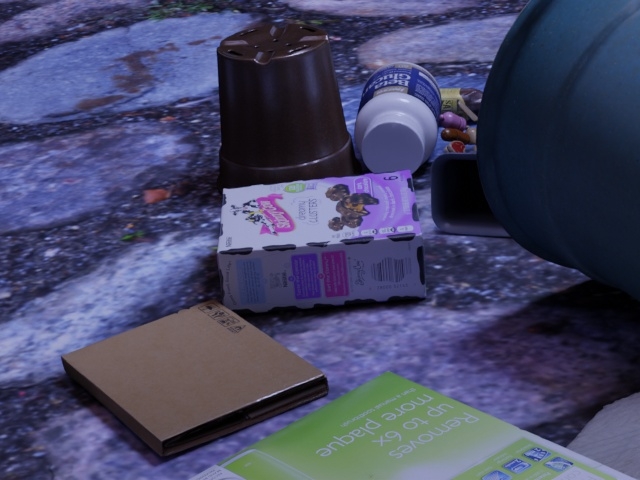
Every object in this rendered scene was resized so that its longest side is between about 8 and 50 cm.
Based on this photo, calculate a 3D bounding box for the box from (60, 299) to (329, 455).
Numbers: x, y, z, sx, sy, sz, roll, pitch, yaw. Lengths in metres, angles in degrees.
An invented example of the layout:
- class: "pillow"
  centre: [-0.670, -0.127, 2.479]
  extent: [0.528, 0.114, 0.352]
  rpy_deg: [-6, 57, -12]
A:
- class: "box"
  centre: [-0.114, 0.117, 1.456]
  extent: [0.164, 0.021, 0.201]
  rpy_deg: [-20, 28, -27]

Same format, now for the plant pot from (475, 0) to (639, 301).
- class: "plant pot"
  centre: [0.357, -0.055, 1.365]
  extent: [0.341, 0.341, 0.334]
  rpy_deg: [-15, 31, -18]

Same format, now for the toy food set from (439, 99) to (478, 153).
- class: "toy food set"
  centre: [0.158, -0.107, 1.835]
  extent: [0.019, 0.078, 0.122]
  rpy_deg: [-41, 12, 29]

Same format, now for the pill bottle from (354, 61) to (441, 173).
- class: "pill bottle"
  centre: [0.087, -0.132, 1.865]
  extent: [0.094, 0.094, 0.169]
  rpy_deg: [-3, 25, 8]

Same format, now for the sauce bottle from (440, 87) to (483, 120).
- class: "sauce bottle"
  centre: [0.165, -0.163, 1.976]
  extent: [0.128, 0.042, 0.042]
  rpy_deg: [-2, 25, 15]

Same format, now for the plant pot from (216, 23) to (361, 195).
- class: "plant pot"
  centre: [-0.044, -0.145, 1.843]
  extent: [0.167, 0.165, 0.167]
  rpy_deg: [-5, 25, 2]

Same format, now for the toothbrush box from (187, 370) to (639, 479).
- class: "toothbrush box"
  centre: [0.072, 0.215, 1.074]
  extent: [0.206, 0.122, 0.283]
  rpy_deg: [-25, 31, -34]

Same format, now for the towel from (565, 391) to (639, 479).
- class: "towel"
  centre: [0.278, 0.137, 1.157]
  extent: [0.282, 0.049, 0.187]
  rpy_deg: [-25, 7, 40]

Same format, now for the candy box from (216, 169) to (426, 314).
- class: "candy box"
  centre: [0.000, 0.000, 1.624]
  extent: [0.196, 0.070, 0.165]
  rpy_deg: [-6, 24, 1]

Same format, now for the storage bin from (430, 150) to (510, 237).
- class: "storage bin"
  centre: [0.190, -0.062, 1.699]
  extent: [0.135, 0.098, 0.091]
  rpy_deg: [3, 16, 20]
